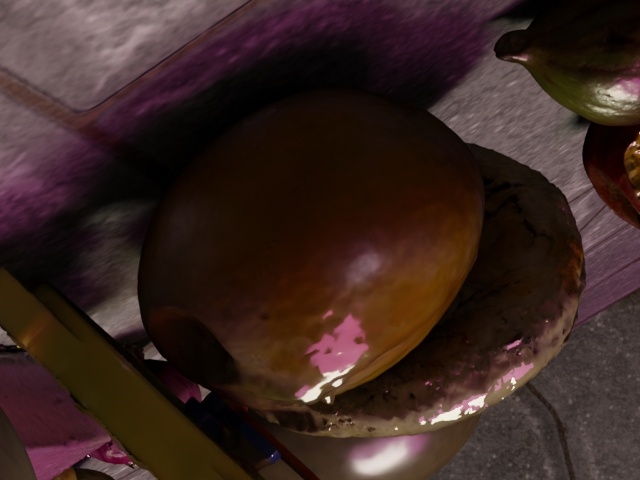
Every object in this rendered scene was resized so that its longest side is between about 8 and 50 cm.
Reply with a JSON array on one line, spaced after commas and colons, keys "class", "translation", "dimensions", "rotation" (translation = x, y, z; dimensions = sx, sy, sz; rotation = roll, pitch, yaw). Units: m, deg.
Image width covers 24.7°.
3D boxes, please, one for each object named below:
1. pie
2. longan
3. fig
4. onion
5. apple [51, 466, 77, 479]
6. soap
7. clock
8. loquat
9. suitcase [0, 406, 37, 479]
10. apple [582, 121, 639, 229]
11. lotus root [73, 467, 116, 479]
[{"class": "pie", "translation": [0.052, 0.026, 0.977], "dimensions": [0.274, 0.274, 0.055], "rotation": [-31, 126, -7]}, {"class": "longan", "translation": [0.022, 0.123, 1.258], "dimensions": [0.248, 0.248, 0.248], "rotation": [-31, 167, -8]}, {"class": "fig", "translation": [0.186, -0.134, 0.986], "dimensions": [0.155, 0.109, 0.103], "rotation": [4, 175, -23]}, {"class": "onion", "translation": [-0.152, 0.129, 1.163], "dimensions": [0.115, 0.104, 0.115], "rotation": [-3, -158, 1]}, {"class": "apple", "translation": [-0.253, 0.223, 1.277], "dimensions": [0.084, 0.084, 0.071], "rotation": [-38, -177, 22]}, {"class": "soap", "translation": [-0.292, 0.177, 1.016], "dimensions": [0.259, 0.081, 0.181], "rotation": [-35, 167, 11]}, {"class": "clock", "translation": [-0.074, 0.121, 0.907], "dimensions": [0.071, 0.277, 0.293], "rotation": [-46, 168, -9]}, {"class": "loquat", "translation": [0.000, 0.000, 0.849], "dimensions": [0.227, 0.179, 0.179], "rotation": [-38, 172, -34]}, {"class": "suitcase", "translation": [-0.205, 0.181, 0.649], "dimensions": [0.194, 0.351, 0.339], "rotation": [-13, 162, -8]}, {"class": "apple", "translation": [0.326, -0.091, 1.351], "dimensions": [0.158, 0.147, 0.156], "rotation": [-42, 134, -1]}, {"class": "lotus root", "translation": [-0.263, 0.300, 1.413], "dimensions": [0.257, 0.140, 0.154], "rotation": [-18, 177, -15]}]
